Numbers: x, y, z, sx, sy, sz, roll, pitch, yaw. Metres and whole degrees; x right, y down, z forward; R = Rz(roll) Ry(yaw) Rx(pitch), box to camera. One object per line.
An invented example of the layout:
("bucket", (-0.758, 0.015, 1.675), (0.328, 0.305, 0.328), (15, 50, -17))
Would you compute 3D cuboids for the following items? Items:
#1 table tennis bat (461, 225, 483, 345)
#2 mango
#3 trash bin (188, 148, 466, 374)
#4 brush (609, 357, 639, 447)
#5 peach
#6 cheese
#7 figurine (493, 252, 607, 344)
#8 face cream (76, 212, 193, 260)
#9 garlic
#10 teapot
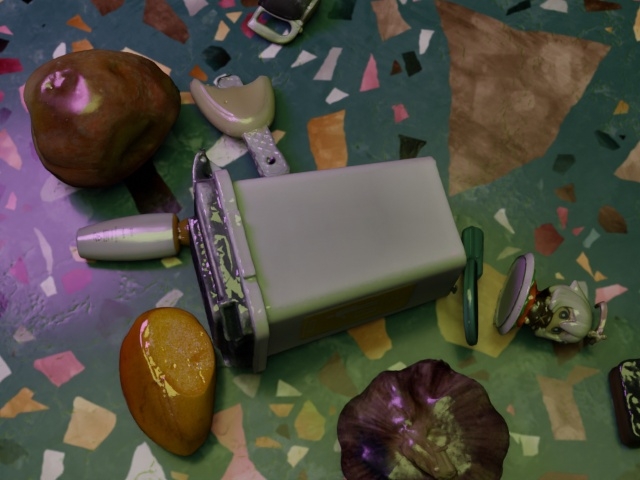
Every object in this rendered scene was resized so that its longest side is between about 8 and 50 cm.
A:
("table tennis bat", (0.225, 0.062, 1.722), (0.033, 0.124, 0.201), (-2, 51, 10))
("mango", (-0.217, 0.207, 1.695), (0.141, 0.102, 0.217), (-11, 74, -22))
("trash bin", (0.000, 0.000, 1.685), (0.367, 0.256, 0.296), (-13, 69, -9))
("brush", (0.524, 0.225, 1.677), (0.197, 0.059, 0.123), (-7, 70, 0))
("peach", (-0.329, -0.197, 1.774), (0.235, 0.214, 0.214), (-24, 73, -13))
("cheese", (-0.111, -0.179, 1.817), (0.127, 0.050, 0.235), (-18, 55, -13))
("figurine", (0.346, 0.099, 1.705), (0.153, 0.132, 0.132), (20, 74, -4))
("face cream", (-0.281, -0.004, 1.788), (0.182, 0.051, 0.072), (-6, 71, 1))
("garlic", (0.139, 0.278, 1.623), (0.244, 0.160, 0.245), (-4, 72, 11))
("teapot", (-0.051, -0.386, 1.899), (0.090, 0.124, 0.092), (37, 35, -3))
